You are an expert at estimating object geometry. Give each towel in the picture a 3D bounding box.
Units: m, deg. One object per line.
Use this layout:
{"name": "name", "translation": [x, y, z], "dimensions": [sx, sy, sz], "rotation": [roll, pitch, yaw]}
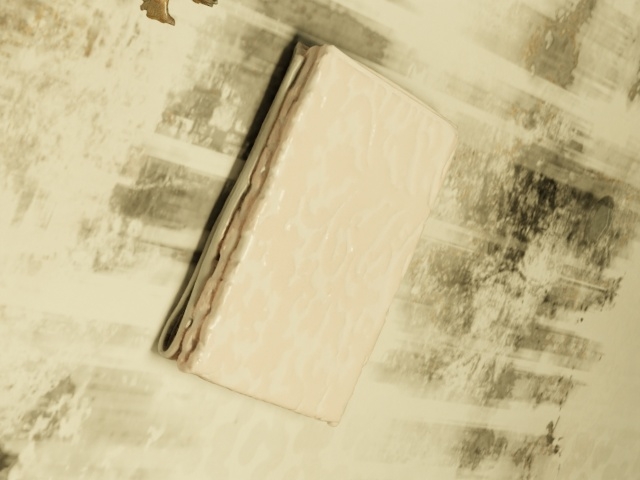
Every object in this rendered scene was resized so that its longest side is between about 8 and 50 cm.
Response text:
{"name": "towel", "translation": [0.000, 0.000, 1.885], "dimensions": [0.317, 0.053, 0.331], "rotation": [26, 88, -59]}

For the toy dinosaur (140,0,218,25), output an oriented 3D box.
{"name": "toy dinosaur", "translation": [-0.104, -0.284, 1.468], "dimensions": [0.296, 0.127, 0.200], "rotation": [30, 77, -47]}
